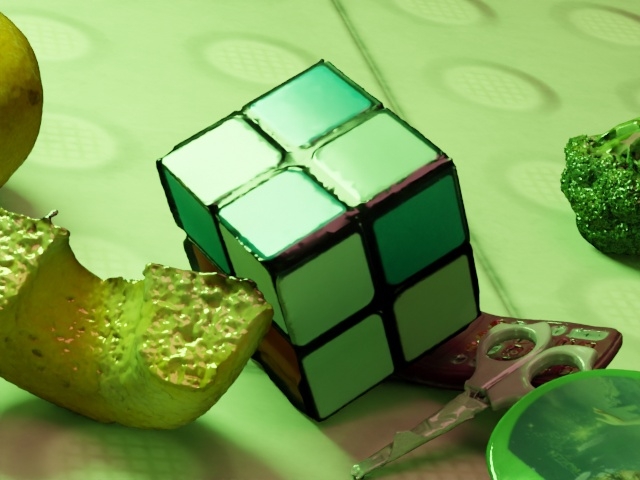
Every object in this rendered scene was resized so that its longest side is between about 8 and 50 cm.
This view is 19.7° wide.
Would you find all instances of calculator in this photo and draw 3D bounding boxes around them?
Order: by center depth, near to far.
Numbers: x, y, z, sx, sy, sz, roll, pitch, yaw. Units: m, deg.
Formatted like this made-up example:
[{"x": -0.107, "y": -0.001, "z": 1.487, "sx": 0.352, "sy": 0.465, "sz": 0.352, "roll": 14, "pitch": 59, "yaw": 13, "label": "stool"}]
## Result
[{"x": 0.140, "y": 0.091, "z": 1.489, "sx": 0.190, "sy": 0.034, "sz": 0.126, "roll": 8, "pitch": 21, "yaw": 27, "label": "calculator"}]

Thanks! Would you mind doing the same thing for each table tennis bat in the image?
[{"x": 0.162, "y": 0.170, "z": 1.266, "sx": 0.257, "sy": 0.039, "sz": 0.160, "roll": -29, "pitch": 45, "yaw": -19, "label": "table tennis bat"}]

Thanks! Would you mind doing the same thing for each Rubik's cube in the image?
[{"x": 0.001, "y": -0.001, "z": 1.415, "sx": 0.167, "sy": 0.180, "sz": 0.183, "roll": -32, "pitch": 44, "yaw": -18, "label": "Rubik's cube"}]

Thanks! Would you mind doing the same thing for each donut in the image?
[{"x": -0.156, "y": 0.066, "z": 1.315, "sx": 0.259, "sy": 0.152, "sz": 0.101, "roll": 15, "pitch": 62, "yaw": 12, "label": "donut"}]

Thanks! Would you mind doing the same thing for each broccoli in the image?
[{"x": 0.296, "y": -0.054, "z": 1.766, "sx": 0.146, "sy": 0.138, "sz": 0.162, "roll": 36, "pitch": 0, "yaw": -30, "label": "broccoli"}]

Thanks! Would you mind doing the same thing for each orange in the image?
[{"x": -0.346, "y": -0.120, "z": 1.540, "sx": 0.224, "sy": 0.170, "sz": 0.224, "roll": 12, "pitch": 41, "yaw": -11, "label": "orange"}]

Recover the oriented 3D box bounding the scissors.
[{"x": 0.109, "y": 0.122, "z": 1.382, "sx": 0.212, "sy": 0.021, "sz": 0.110, "roll": -27, "pitch": 36, "yaw": -24, "label": "scissors"}]
